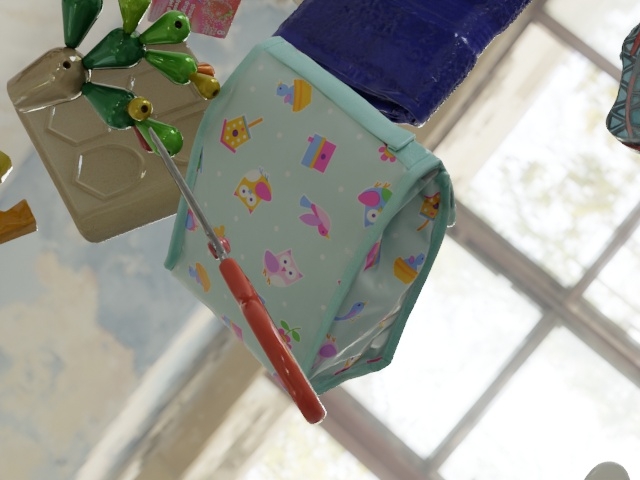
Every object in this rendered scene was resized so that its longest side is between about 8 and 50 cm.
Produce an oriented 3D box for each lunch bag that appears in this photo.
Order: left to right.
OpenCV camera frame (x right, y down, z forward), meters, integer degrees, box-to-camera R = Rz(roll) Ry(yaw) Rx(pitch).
[{"bbox_3d":[-0.006,-0.028,1.390,0.160,0.223,0.262,-17,-41,-43],"label":"lunch bag"}]

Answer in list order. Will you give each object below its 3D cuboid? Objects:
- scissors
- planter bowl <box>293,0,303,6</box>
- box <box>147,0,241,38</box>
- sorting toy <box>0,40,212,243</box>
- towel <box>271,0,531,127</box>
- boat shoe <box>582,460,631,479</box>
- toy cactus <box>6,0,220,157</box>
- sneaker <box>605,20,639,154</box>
[{"bbox_3d":[-0.070,0.014,1.159,0.021,0.297,0.109,-30,-18,0],"label":"scissors"},{"bbox_3d":[0.032,-0.342,1.921,0.162,0.162,0.109,-53,19,12],"label":"planter bowl"},{"bbox_3d":[-0.150,-0.419,2.131,0.257,0.123,0.128,119,158,-46],"label":"box"},{"bbox_3d":[-0.245,-0.097,1.669,0.307,0.229,0.041,-21,-31,-17],"label":"sorting toy"},{"bbox_3d":[0.121,-0.277,1.764,0.308,0.228,0.076,-49,-29,-15],"label":"towel"},{"bbox_3d":[0.307,0.331,1.711,0.063,0.066,0.184,-45,-41,-82],"label":"boat shoe"},{"bbox_3d":[-0.192,-0.167,1.366,0.181,0.219,0.112,-21,4,18],"label":"toy cactus"},{"bbox_3d":[0.317,-0.197,1.388,0.125,0.104,0.261,-23,40,60],"label":"sneaker"}]
